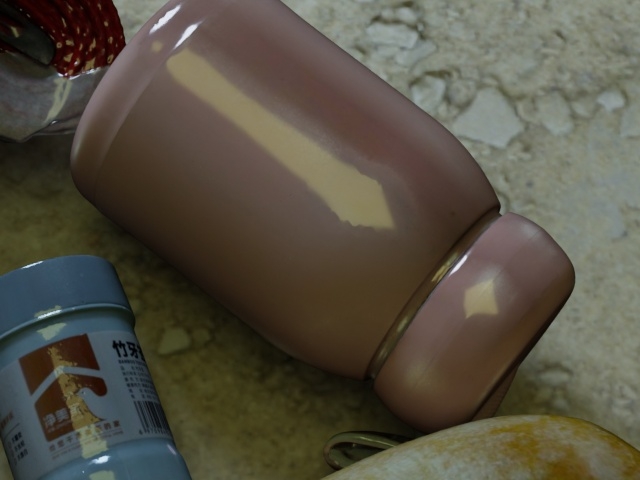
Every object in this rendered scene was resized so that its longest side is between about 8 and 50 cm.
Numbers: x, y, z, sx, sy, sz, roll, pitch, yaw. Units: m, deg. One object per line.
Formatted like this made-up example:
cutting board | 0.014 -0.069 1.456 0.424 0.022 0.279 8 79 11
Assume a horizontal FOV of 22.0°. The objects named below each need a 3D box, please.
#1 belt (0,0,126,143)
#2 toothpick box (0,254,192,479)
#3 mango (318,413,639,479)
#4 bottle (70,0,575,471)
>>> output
belt | -0.222 -0.143 1.037 0.201 0.124 0.128 34 82 -23
toothpick box | -0.143 0.098 0.970 0.101 0.101 0.153 -18 68 -13
mango | 0.039 0.229 0.871 0.384 0.199 0.221 -28 72 -15
bottle | 0.000 0.000 1.003 0.297 0.173 0.206 37 99 9
